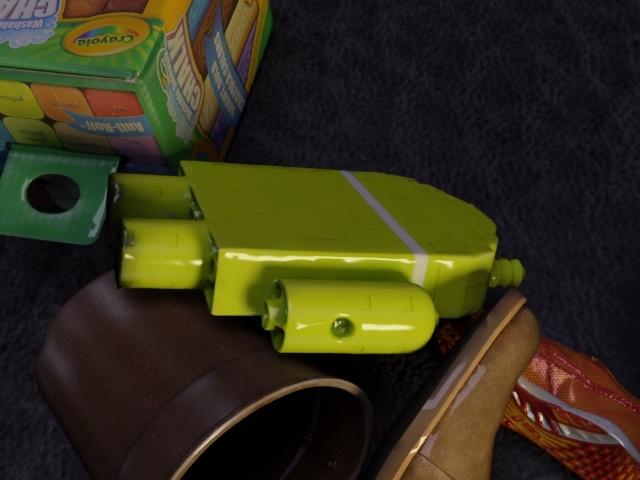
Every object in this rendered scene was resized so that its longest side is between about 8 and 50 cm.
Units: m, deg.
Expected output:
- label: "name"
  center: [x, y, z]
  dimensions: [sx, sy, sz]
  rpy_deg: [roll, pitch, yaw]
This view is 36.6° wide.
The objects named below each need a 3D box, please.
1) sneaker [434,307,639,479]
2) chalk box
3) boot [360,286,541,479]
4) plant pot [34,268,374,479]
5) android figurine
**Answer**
- label: "sneaker"
  center: [0.146, 0.094, 0.630]
  dimensions: [0.175, 0.064, 0.067]
  rpy_deg: [38, 44, 28]
- label: "chalk box"
  center: [-0.168, -0.131, 0.745]
  dimensions: [0.180, 0.179, 0.289]
  rpy_deg: [7, 58, 14]
- label: "boot"
  center: [0.065, 0.173, 0.552]
  dimensions: [0.115, 0.112, 0.305]
  rpy_deg: [28, 79, 10]
- label: "plant pot"
  center: [-0.082, 0.106, 0.597]
  dimensions: [0.167, 0.167, 0.165]
  rpy_deg: [-38, 51, -16]
- label: "android figurine"
  center: [0.000, 0.000, 0.636]
  dimensions: [0.273, 0.056, 0.248]
  rpy_deg: [3, 21, -19]
